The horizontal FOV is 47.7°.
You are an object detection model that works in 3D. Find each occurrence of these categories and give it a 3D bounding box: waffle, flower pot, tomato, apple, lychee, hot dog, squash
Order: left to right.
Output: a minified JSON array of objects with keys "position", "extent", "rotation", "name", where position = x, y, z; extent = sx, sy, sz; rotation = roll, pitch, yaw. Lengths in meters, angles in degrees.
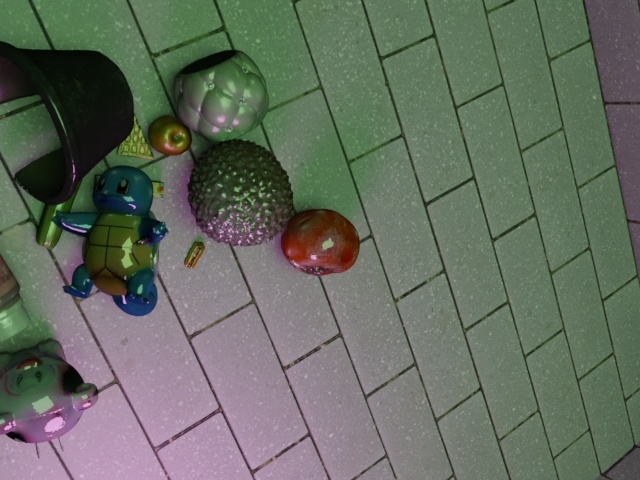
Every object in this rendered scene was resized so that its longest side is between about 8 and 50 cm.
[{"position":[-0.648,-0.090,1.797],"extent":[0.066,0.066,0.228],"rotation":[20,89,-31],"name":"squash"},{"position":[-0.583,-0.298,1.664],"extent":[0.251,0.380,0.379],"rotation":[-32,114,-40],"name":"flower pot"},{"position":[-0.474,-0.290,1.883],"extent":[0.098,0.023,0.152],"rotation":[3,97,-31],"name":"waffle"},{"position":[-0.391,-0.269,1.886],"extent":[0.114,0.102,0.099],"rotation":[36,86,-28],"name":"apple"},{"position":[-0.349,0.041,2.018],"extent":[0.037,0.021,0.083],"rotation":[28,86,-32],"name":"hot dog"},{"position":[-0.253,-0.371,1.872],"extent":[0.246,0.246,0.195],"rotation":[-31,118,-21],"name":"flower pot"},{"position":[-0.220,-0.119,1.907],"extent":[0.300,0.300,0.299],"rotation":[-6,102,-29],"name":"lychee"},{"position":[0.002,-0.001,2.101],"extent":[0.232,0.232,0.188],"rotation":[13,71,-31],"name":"tomato"}]

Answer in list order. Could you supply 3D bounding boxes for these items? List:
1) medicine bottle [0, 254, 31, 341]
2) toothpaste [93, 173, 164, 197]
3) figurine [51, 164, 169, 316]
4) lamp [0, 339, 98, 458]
[{"position":[-0.792,0.113,1.710],"extent":[0.147,0.147,0.247],"rotation":[-33,113,-21],"name":"medicine bottle"},{"position":[-0.498,-0.141,1.889],"extent":[0.179,0.037,0.043],"rotation":[4,99,-31],"name":"toothpaste"},{"position":[-0.487,0.031,1.799],"extent":[0.243,0.298,0.415],"rotation":[-45,138,-59],"name":"figurine"},{"position":[-0.678,0.382,1.731],"extent":[0.247,0.301,0.247],"rotation":[-10,104,-28],"name":"lamp"}]
